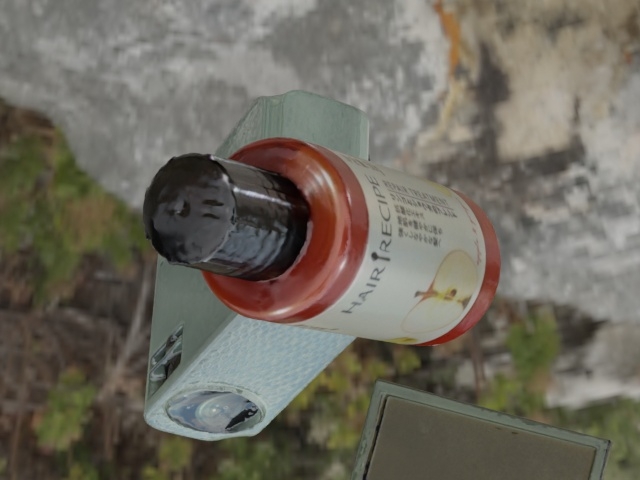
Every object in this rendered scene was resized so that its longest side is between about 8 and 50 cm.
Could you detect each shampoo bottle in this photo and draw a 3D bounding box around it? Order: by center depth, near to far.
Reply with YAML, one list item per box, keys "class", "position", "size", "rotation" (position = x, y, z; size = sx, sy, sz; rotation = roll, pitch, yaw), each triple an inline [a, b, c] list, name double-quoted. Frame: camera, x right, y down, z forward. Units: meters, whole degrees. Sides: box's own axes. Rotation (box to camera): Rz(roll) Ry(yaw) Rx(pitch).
- class: "shampoo bottle"
  position: [0.000, 0.000, 1.076]
  size: [0.104, 0.104, 0.278]
  rotation: [-37, 156, 22]

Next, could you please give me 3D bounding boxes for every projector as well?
- class: "projector"
  position: [-0.049, 0.028, 1.515]
  size: [0.108, 0.198, 0.250]
  rotation: [17, 144, -21]

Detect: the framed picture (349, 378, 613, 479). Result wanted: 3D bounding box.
- class: "framed picture"
  position: [0.093, 0.240, 1.343]
  size: [0.184, 0.016, 0.250]
  rotation: [12, 85, 20]
